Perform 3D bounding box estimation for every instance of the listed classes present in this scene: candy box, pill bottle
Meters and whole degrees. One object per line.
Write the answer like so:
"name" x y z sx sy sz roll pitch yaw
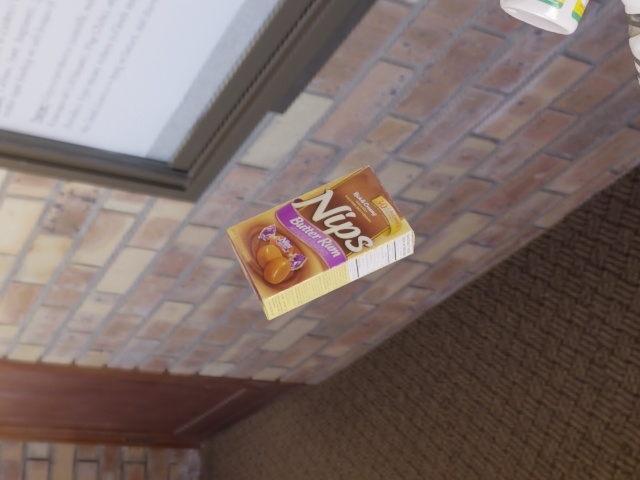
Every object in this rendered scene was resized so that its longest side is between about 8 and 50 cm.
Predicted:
"candy box" 0.000 0.000 1.026 0.109 0.187 0.053 59 168 31
"pill bottle" 0.345 -0.408 1.263 0.117 0.118 0.208 38 108 59

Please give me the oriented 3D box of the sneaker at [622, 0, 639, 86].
"sneaker" 0.595 -0.235 1.141 0.447 0.169 0.257 16 127 57
